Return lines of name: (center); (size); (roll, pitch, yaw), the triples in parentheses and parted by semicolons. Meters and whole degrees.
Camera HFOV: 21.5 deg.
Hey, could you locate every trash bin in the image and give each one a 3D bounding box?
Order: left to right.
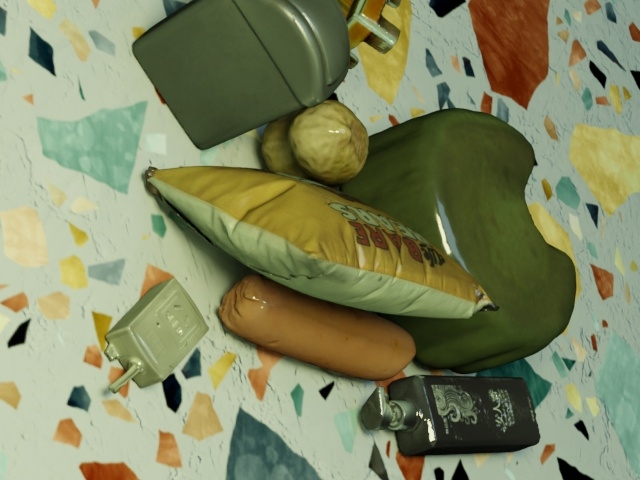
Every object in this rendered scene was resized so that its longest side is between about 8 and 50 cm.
trash bin: (-0.082, -0.218, 1.945); (0.176, 0.236, 0.101); (55, 38, -15)

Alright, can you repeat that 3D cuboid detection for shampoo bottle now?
shampoo bottle: (0.162, 0.223, 2.155); (0.309, 0.071, 0.098); (5, 71, -47)

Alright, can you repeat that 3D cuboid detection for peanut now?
peanut: (-0.007, -0.113, 2.021); (0.120, 0.236, 0.110); (42, 83, -2)

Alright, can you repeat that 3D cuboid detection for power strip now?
power strip: (-0.184, 0.111, 1.812); (0.075, 0.042, 0.175); (57, 38, -15)

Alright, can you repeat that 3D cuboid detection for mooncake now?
mooncake: (0.174, 0.003, 2.189); (0.351, 0.187, 0.351); (29, 52, -44)

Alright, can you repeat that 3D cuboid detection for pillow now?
pillow: (0.000, 0.000, 1.912); (0.310, 0.312, 0.119); (20, 95, -46)

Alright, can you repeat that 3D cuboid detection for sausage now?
sausage: (-0.001, 0.106, 2.001); (0.289, 0.086, 0.086); (21, 56, -44)

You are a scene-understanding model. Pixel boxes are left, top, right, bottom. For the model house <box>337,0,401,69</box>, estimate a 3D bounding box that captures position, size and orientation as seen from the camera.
model house: (-0.017, -0.308, 2.106); (0.215, 0.198, 0.224); (34, 47, -13)
